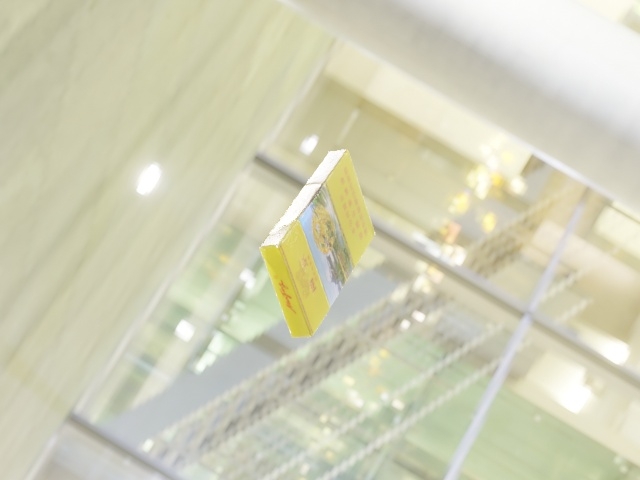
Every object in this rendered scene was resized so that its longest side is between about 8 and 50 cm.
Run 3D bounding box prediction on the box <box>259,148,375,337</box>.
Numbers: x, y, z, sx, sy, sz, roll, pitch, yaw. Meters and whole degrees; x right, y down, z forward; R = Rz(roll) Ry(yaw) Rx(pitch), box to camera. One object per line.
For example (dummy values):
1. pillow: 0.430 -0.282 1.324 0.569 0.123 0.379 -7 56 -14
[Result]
1. box: 0.000 0.000 1.189 0.155 0.023 0.087 -56 137 -51
